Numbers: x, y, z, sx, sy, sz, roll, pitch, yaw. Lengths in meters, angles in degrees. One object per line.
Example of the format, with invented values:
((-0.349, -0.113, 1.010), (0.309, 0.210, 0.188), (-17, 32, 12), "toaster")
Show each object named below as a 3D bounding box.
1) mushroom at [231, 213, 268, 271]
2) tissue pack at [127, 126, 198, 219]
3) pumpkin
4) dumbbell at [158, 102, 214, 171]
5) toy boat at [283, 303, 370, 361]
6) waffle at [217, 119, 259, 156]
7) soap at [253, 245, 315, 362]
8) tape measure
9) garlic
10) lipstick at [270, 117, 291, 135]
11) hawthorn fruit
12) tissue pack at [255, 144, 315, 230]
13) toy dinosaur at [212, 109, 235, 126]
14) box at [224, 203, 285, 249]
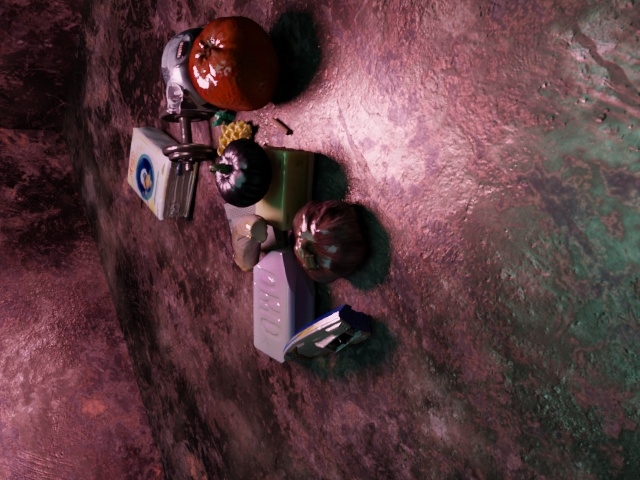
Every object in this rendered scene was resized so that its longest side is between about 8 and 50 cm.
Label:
((-0.217, 0.004, 1.399), (0.123, 0.095, 0.351), (62, 160, 11), "mushroom")
((-0.697, -0.299, 1.987), (0.388, 0.162, 0.287), (38, 121, 38), "tissue pack")
((-0.216, -0.189, 1.274), (0.194, 0.150, 0.194), (1, 94, 20), "pumpkin")
((-0.507, -0.407, 1.724), (0.192, 0.192, 0.290), (-2, 93, 49), "dumbbell")
((-0.003, 0.283, 1.274), (0.295, 0.129, 0.088), (-34, 39, 33), "toy boat")
((-0.288, -0.289, 1.595), (0.250, 0.056, 0.261), (19, 114, 47), "waffle")
((-0.117, 0.189, 1.435), (0.208, 0.115, 0.347), (14, 107, 47), "soap")
((-0.385, -0.553, 1.504), (0.147, 0.256, 0.275), (11, 105, 40), "tape measure")
((0.000, 0.000, 1.230), (0.245, 0.160, 0.245), (10, 103, 49), "garlic")
((-0.125, -0.356, 1.420), (0.094, 0.019, 0.019), (46, 128, 35), "lipstick")
((-0.249, -0.517, 1.365), (0.275, 0.299, 0.275), (0, 89, 14), "hawthorn fruit")
((-0.109, -0.159, 1.354), (0.159, 0.125, 0.234), (21, 112, 47), "tissue pack")
((-0.358, -0.461, 1.651), (0.132, 0.059, 0.096), (-43, 56, 35), "toy dinosaur")
((-0.230, -0.061, 1.565), (0.270, 0.045, 0.211), (-9, 97, 50), "box")
